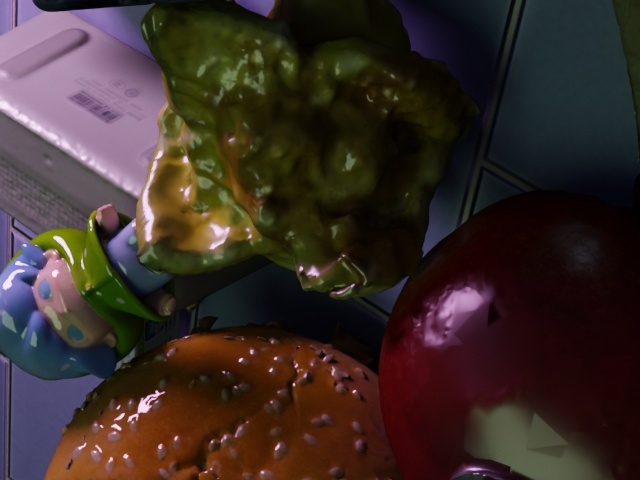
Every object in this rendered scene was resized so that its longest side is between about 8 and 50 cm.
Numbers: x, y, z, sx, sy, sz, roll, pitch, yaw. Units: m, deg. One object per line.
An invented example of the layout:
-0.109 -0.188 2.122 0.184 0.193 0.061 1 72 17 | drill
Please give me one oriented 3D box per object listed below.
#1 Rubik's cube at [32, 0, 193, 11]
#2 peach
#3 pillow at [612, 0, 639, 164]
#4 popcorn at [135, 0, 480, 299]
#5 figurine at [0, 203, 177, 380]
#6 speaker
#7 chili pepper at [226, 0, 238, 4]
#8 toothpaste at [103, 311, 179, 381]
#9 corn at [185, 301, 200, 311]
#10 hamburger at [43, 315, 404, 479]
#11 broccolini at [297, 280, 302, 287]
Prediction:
-0.080 -0.384 1.321 0.318 0.313 0.316 4 117 43 | Rubik's cube
0.229 0.159 1.376 0.406 0.310 0.335 52 143 4 | peach
0.310 -0.181 1.251 0.185 0.075 0.302 3 118 42 | pillow
-0.038 -0.092 1.463 0.321 0.290 0.326 44 95 -6 | popcorn
-0.233 0.052 1.617 0.263 0.143 0.162 -32 99 33 | figurine
-0.237 -0.091 1.765 0.406 0.184 0.183 32 134 26 | speaker
-0.119 -0.222 1.657 0.257 0.074 0.100 51 142 14 | chili pepper
-0.220 0.123 1.933 0.067 0.081 0.336 35 142 25 | toothpaste
-0.179 0.052 1.919 0.083 0.027 0.028 48 118 10 | corn
-0.075 0.209 1.700 0.445 0.287 0.268 0 152 8 | hamburger
0.000 0.000 1.705 0.030 0.035 0.140 33 133 20 | broccolini
